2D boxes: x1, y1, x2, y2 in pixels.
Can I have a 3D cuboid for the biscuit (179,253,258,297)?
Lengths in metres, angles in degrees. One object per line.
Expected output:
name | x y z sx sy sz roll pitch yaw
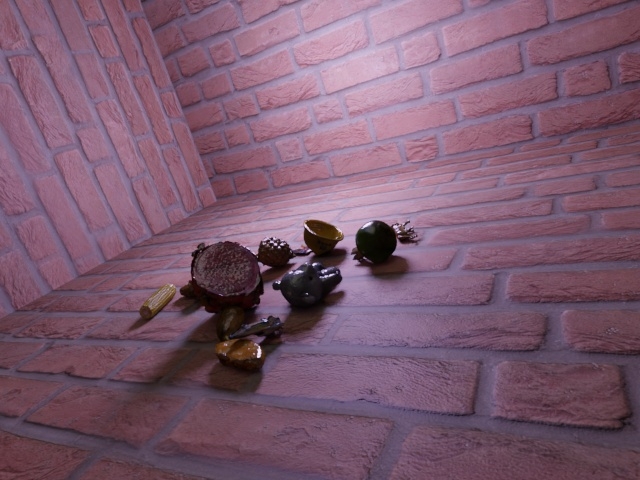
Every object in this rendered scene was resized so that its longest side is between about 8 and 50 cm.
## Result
biscuit | -0.471 0.180 2.232 0.432 0.064 0.283 -28 12 -33

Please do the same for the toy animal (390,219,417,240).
toy animal | 0.394 -0.041 2.118 0.099 0.056 0.241 -22 19 8

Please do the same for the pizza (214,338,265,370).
pizza | -0.264 0.377 1.478 0.247 0.058 0.127 -5 19 34

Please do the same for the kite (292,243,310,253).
kite | -0.073 0.042 2.357 0.241 0.014 0.183 -20 16 -9

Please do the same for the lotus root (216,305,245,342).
lotus root | -0.341 0.320 1.671 0.108 0.094 0.190 -48 13 22

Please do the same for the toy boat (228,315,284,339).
toy boat | -0.226 0.310 1.552 0.210 0.066 0.084 -11 -12 -37

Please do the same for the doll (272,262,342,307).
doll | -0.043 0.143 1.801 0.246 0.158 0.340 8 26 28

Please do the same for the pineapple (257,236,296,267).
pineapple | -0.214 0.063 2.219 0.193 0.166 0.166 11 18 -5

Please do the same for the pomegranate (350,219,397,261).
pomegranate | 0.221 0.016 1.946 0.225 0.187 0.187 -39 2 39

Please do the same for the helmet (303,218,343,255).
helmet | 0.000 0.000 2.216 0.205 0.140 0.257 11 22 -16

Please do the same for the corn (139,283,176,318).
corn | -0.785 0.289 2.174 0.081 0.081 0.248 -12 19 17

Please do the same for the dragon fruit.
dragon fruit | -0.395 0.196 1.863 0.296 0.262 0.314 -7 55 -20
